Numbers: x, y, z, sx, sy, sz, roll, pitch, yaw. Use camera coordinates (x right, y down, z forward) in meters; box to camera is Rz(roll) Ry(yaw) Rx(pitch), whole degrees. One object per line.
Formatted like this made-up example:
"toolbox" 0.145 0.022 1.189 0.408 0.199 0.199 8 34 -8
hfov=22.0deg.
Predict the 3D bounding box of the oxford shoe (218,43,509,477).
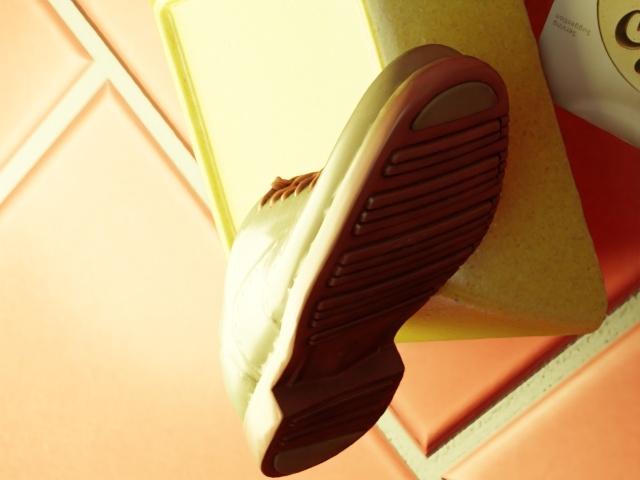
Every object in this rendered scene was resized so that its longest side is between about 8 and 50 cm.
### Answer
"oxford shoe" 0.000 0.000 0.954 0.130 0.123 0.348 57 143 27

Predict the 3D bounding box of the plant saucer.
"plant saucer" 0.007 -0.079 1.078 0.333 0.081 0.332 -9 99 54

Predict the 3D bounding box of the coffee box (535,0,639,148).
"coffee box" 0.290 -0.104 0.944 0.297 0.119 0.168 32 119 21
